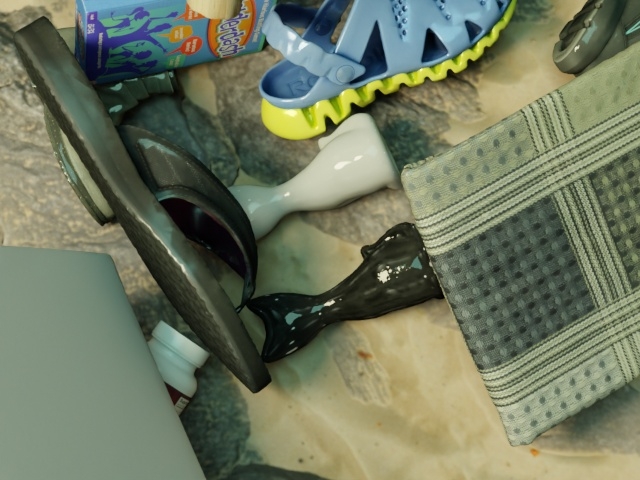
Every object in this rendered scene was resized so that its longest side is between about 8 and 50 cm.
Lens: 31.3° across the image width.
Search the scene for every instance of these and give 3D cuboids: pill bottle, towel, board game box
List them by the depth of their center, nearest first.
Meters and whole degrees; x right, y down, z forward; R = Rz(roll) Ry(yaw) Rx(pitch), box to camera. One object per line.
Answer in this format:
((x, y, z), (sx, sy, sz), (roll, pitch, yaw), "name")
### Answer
((0.264, -0.005, 1.086), (0.324, 0.056, 0.312), (-27, 108, -7), "towel")
((-0.185, 0.163, 1.200), (0.086, 0.086, 0.152), (33, 83, 15), "pill bottle")
((-0.155, -0.239, 1.223), (0.210, 0.160, 0.047), (-15, 74, -16), "board game box")

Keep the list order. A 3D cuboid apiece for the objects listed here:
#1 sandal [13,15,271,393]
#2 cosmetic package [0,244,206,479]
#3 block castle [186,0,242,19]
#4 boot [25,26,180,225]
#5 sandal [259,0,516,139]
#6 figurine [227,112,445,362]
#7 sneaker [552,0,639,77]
((-0.157, -0.051, 1.162), (0.107, 0.167, 0.446), (-32, 84, -13), "sandal")
((-0.365, 0.237, 1.032), (0.393, 0.327, 0.329), (-32, 73, 21), "cosmetic package")
((-0.067, -0.436, 1.156), (0.303, 0.213, 0.453), (31, 45, 17), "block castle")
((-0.231, -0.153, 1.293), (0.161, 0.083, 0.246), (-21, 77, -5), "boot")
((0.064, -0.230, 1.218), (0.317, 0.138, 0.126), (-29, 45, -2), "sandal")
((0.000, 0.000, 1.215), (0.209, 0.092, 0.215), (-24, 73, 7), "figurine")
((0.353, -0.267, 1.229), (0.106, 0.101, 0.267), (35, 81, -8), "sneaker")
